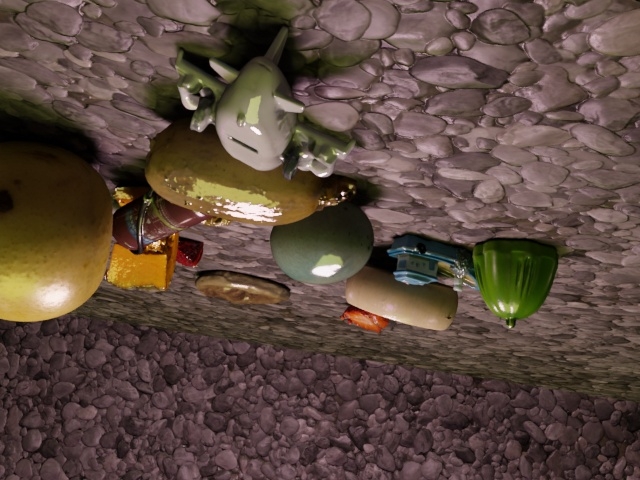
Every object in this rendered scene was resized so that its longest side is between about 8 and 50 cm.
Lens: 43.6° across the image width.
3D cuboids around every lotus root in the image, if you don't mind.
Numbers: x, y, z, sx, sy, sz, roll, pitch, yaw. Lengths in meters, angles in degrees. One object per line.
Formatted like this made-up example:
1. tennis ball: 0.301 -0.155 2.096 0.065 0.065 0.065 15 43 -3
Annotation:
1. lotus root: 0.400 0.101 1.664 0.186 0.186 0.186 8 164 2
2. lotus root: -0.111 -0.099 1.279 0.342 0.152 0.169 14 164 -7

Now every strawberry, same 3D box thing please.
1. strawberry: 0.132 0.215 2.404 0.121 0.082 0.188 39 162 -23

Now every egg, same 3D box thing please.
1. egg: 0.000 0.000 1.531 0.169 0.169 0.236 21 158 -35

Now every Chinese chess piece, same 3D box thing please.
1. Chinese chess piece: 0.191 0.129 1.879 0.273 0.102 0.273 14 -178 0

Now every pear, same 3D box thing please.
1. pear: -0.544 -0.017 1.477 0.348 0.349 0.348 8 164 2

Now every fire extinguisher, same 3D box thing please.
1. fire extinguisher: -0.323 -0.060 1.552 0.341 0.142 0.105 -19 -168 39

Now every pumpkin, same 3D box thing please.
1. pumpkin: -0.388 0.006 1.736 0.139 0.190 0.280 11 164 -1

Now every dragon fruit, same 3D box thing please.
1. dragon fruit: -0.352 0.023 2.060 0.097 0.063 0.131 47 154 -10

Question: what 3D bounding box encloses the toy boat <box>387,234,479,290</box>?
1. toy boat: 0.261 0.064 1.743 0.237 0.098 0.109 16 166 -23

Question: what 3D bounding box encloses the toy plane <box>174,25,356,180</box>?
1. toy plane: -0.079 -0.172 1.064 0.266 0.123 0.267 26 164 8

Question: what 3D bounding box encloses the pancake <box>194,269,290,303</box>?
1. pancake: -0.234 0.150 2.412 0.294 0.050 0.294 7 163 2

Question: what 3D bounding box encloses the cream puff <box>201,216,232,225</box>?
1. cream puff: -0.214 -0.062 1.656 0.083 0.083 0.058 16 122 15
